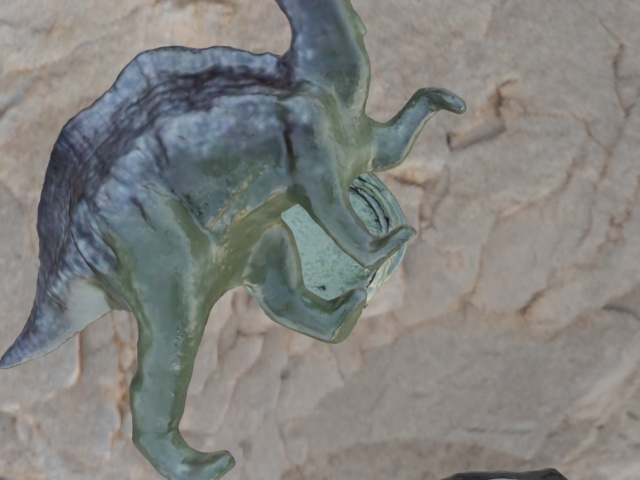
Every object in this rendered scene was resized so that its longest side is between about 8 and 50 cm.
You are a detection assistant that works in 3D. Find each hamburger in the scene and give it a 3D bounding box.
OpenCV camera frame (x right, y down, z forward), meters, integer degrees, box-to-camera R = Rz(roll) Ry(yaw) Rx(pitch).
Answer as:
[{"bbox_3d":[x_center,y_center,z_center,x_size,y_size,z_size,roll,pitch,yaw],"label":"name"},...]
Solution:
[{"bbox_3d":[0.000,0.000,1.038,0.133,0.062,0.140,42,102,6],"label":"hamburger"}]

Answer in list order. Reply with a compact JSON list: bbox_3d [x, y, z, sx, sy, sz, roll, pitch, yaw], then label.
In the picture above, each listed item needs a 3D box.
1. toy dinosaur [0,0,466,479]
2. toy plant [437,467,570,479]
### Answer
[{"bbox_3d":[-0.042,-0.021,0.575,0.162,0.077,0.294,39,98,8],"label":"toy dinosaur"},{"bbox_3d":[0.134,0.236,0.484,0.247,0.332,0.247,-1,94,-17],"label":"toy plant"}]
